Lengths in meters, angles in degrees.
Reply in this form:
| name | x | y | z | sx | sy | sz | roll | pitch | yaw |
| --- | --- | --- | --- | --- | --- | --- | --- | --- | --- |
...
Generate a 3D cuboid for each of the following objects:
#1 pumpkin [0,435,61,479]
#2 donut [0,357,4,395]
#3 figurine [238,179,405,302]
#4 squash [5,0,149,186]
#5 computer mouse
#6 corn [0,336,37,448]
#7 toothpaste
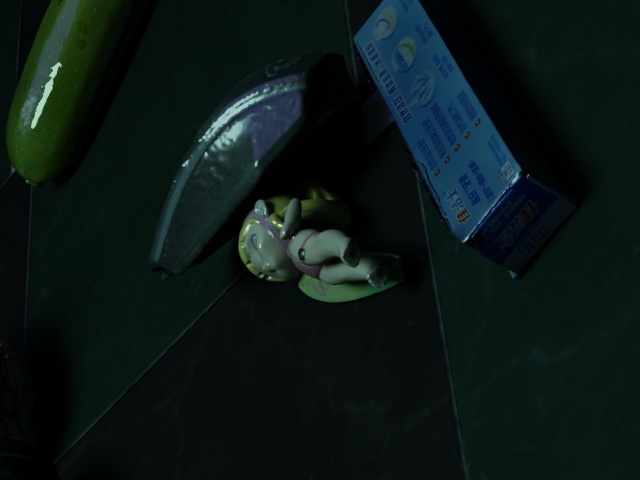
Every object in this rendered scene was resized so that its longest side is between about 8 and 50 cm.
| name | x | y | z | sx | sy | sz | roll | pitch | yaw |
| --- | --- | --- | --- | --- | --- | --- | --- | --- | --- |
| pumpkin | -0.252 | 0.255 | 1.390 | 0.211 | 0.152 | 0.212 | -12 | 76 | 59 |
| donut | -0.382 | 0.159 | 1.528 | 0.208 | 0.128 | 0.261 | 14 | 72 | 47 |
| figurine | 0.000 | 0.000 | 1.254 | 0.083 | 0.083 | 0.187 | -67 | 22 | -3 |
| squash | -0.222 | -0.213 | 1.767 | 0.094 | 0.094 | 0.341 | 22 | 86 | 62 |
| computer mouse | -0.061 | -0.060 | 1.336 | 0.231 | 0.071 | 0.126 | -50 | -7 | 32 |
| corn | -0.289 | 0.166 | 1.588 | 0.087 | 0.087 | 0.211 | -52 | 30 | 23 |
| toothpaste | 0.088 | -0.081 | 1.185 | 0.066 | 0.053 | 0.272 | -50 | 31 | 18 |
